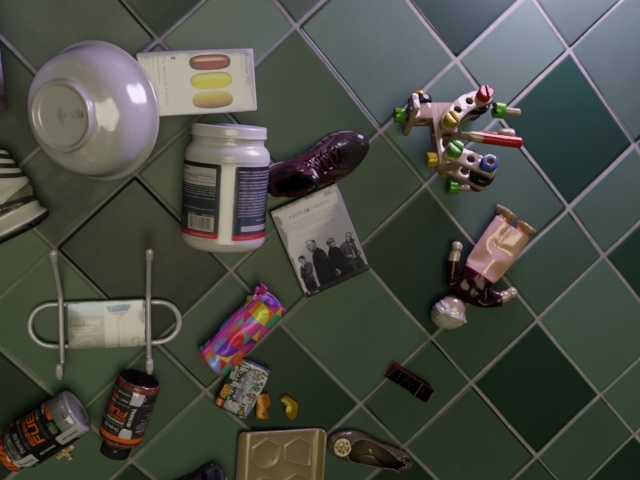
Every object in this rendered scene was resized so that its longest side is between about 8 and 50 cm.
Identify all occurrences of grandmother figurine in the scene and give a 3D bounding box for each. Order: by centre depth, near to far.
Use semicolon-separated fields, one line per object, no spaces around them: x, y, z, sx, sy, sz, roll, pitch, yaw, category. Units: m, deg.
0.408;0.088;1.924;0.207;0.104;0.342;38;94;10;grandmother figurine

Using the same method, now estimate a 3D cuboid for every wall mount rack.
-0.487;0.156;1.705;0.349;0.130;0.304;-1;102;-14;wall mount rack

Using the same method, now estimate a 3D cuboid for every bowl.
-0.494;-0.259;1.548;0.297;0.134;0.298;5;105;19;bowl

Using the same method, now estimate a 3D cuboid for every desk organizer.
0.231;0.369;1.959;0.130;0.050;0.047;33;92;-17;desk organizer

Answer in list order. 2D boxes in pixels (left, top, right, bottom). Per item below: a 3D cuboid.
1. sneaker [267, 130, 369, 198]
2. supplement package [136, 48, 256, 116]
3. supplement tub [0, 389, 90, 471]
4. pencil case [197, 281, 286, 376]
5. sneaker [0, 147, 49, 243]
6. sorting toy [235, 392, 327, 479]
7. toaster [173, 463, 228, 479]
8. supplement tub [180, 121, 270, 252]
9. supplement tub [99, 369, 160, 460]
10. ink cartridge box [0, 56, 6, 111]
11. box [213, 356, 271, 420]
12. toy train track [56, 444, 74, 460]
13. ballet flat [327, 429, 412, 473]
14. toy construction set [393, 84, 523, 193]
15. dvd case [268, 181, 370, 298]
0.002;-0.162;1.737;0.281;0.162;0.106;-27;106;-6;sneaker
-0.271;-0.346;1.650;0.244;0.134;0.139;-6;103;-12;supplement package
-0.638;0.441;1.735;0.190;0.117;0.117;-33;107;-5;supplement tub
-0.189;0.212;1.805;0.104;0.104;0.236;41;90;-17;pencil case
-0.835;-0.059;1.585;0.447;0.169;0.258;-29;98;-14;sneaker
-0.100;0.538;1.927;0.229;0.041;0.307;2;95;-16;sorting toy
-0.317;0.665;1.852;0.226;0.129;0.147;-22;108;-6;toaster
-0.211;-0.120;1.681;0.191;0.191;0.272;2;101;-14;supplement tub
-0.456;0.414;1.779;0.106;0.106;0.198;18;96;-16;supplement tub
-0.753;-0.384;1.496;0.197;0.198;0.270;-5;102;-13;ink cartridge box
-0.193;0.362;1.859;0.094;0.027;0.137;26;95;0;box
-0.623;0.497;1.804;0.048;0.014;0.083;-37;106;-4;toy train track
0.134;0.559;1.967;0.249;0.058;0.084;23;95;-20;ballet flat
0.295;-0.245;1.732;0.237;0.309;0.258;6;92;-9;toy construction set
0.000;0.000;1.840;0.179;0.029;0.239;-24;106;-7;dvd case
